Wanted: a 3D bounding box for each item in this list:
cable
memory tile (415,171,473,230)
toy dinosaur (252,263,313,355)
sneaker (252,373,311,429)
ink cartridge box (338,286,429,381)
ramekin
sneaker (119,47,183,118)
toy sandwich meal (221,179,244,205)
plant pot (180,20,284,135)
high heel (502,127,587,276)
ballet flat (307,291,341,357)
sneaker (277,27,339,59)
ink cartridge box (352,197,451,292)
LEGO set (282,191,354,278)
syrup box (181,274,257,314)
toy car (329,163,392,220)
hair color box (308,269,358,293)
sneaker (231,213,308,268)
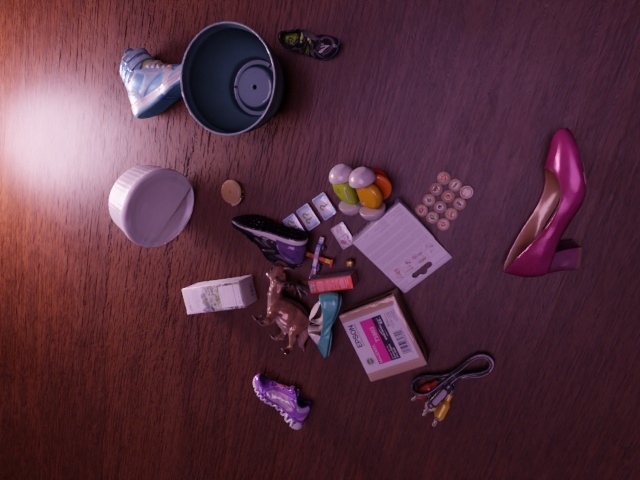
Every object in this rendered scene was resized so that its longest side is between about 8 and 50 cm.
[{"bbox_3d":[0.391,0.423,1.324,0.287,0.072,0.139,-47,66,9],"label":"cable"},{"bbox_3d":[0.350,-0.110,1.234,0.113,0.012,0.148,35,110,9],"label":"memory tile"},{"bbox_3d":[-0.095,0.235,1.414,0.200,0.127,0.296,-41,104,-12],"label":"toy dinosaur"},{"bbox_3d":[-0.125,0.532,1.498,0.236,0.095,0.104,41,104,2],"label":"sneaker"},{"bbox_3d":[0.195,0.288,1.332,0.193,0.088,0.235,-26,92,21],"label":"ink cartridge box"},{"bbox_3d":[-0.558,-0.122,1.425,0.127,0.273,0.273,26,109,26],"label":"ramekin"},{"bbox_3d":[-0.516,-0.550,1.388,0.319,0.127,0.208,-23,94,21],"label":"sneaker"},{"bbox_3d":[-0.290,-0.159,1.442,0.085,0.029,0.086,4,99,23],"label":"toy sandwich meal"},{"bbox_3d":[-0.224,-0.454,1.266,0.293,0.196,0.293,4,103,19],"label":"plant pot"},{"bbox_3d":[0.554,-0.083,1.101,0.181,0.127,0.377,-6,102,10],"label":"high heel"},{"bbox_3d":[0.004,0.263,1.376,0.087,0.083,0.247,7,117,-5],"label":"ballet flat"},{"bbox_3d":[-0.037,-0.561,1.241,0.188,0.078,0.067,17,106,15],"label":"sneaker"},{"bbox_3d":[0.238,0.017,1.292,0.232,0.066,0.189,42,112,-16],"label":"ink cartridge box"},{"bbox_3d":[0.000,0.000,1.358,0.182,0.060,0.244,-32,90,26],"label":"LEGO set"},{"bbox_3d":[-0.347,0.186,1.496,0.236,0.096,0.093,-10,96,21],"label":"syrup box"},{"bbox_3d":[0.122,-0.154,1.241,0.182,0.136,0.159,17,142,43],"label":"toy car"},{"bbox_3d":[0.041,0.129,1.361,0.141,0.072,0.043,-9,98,22],"label":"hair color box"},{"bbox_3d":[-0.174,0.008,1.385,0.283,0.107,0.124,21,117,27],"label":"sneaker"}]
